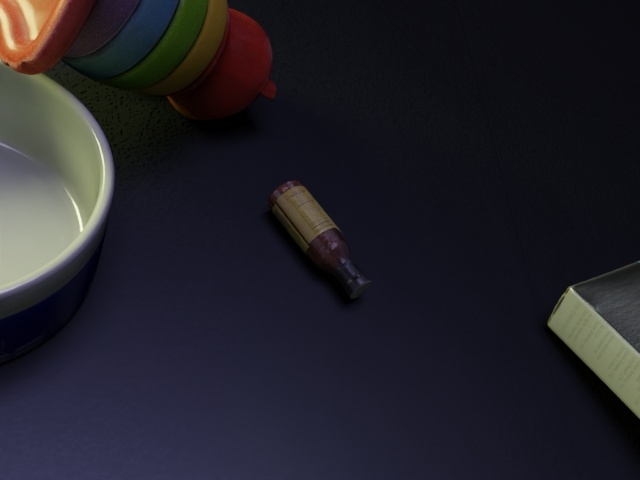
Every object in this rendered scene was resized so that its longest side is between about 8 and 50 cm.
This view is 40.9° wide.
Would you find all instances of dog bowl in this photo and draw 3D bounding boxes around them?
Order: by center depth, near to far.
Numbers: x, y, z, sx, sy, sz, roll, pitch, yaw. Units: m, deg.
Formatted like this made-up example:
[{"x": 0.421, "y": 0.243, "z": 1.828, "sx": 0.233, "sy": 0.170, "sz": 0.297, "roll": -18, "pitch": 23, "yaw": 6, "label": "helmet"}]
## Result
[{"x": -0.301, "y": -0.030, "z": 0.671, "sx": 0.264, "sy": 0.104, "sz": 0.265, "roll": 11, "pitch": 50, "yaw": -14, "label": "dog bowl"}]

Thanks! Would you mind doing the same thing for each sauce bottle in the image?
[{"x": 0.000, "y": 0.000, "z": 0.812, "sx": 0.042, "sy": 0.042, "sz": 0.128, "roll": -23, "pitch": 66, "yaw": -35, "label": "sauce bottle"}]

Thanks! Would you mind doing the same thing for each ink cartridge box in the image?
[{"x": 0.431, "y": 0.127, "z": 0.830, "sx": 0.303, "sy": 0.072, "sz": 0.307, "roll": -14, "pitch": 47, "yaw": -33, "label": "ink cartridge box"}]

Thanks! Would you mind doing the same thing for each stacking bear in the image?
[{"x": -0.156, "y": -0.200, "z": 0.796, "sx": 0.175, "sy": 0.164, "sz": 0.289, "roll": 40, "pitch": 10, "yaw": 35, "label": "stacking bear"}]
